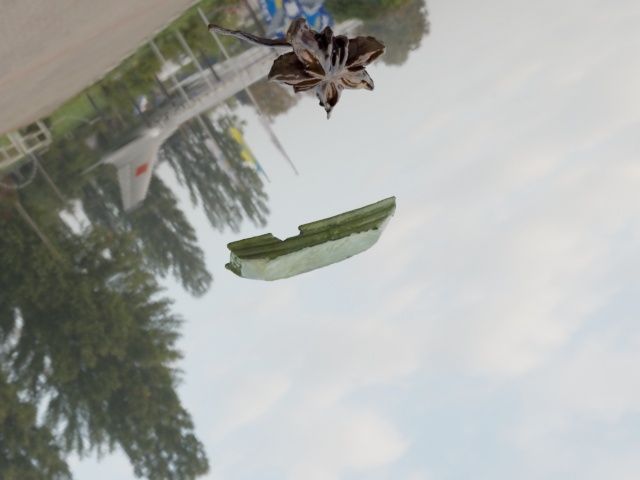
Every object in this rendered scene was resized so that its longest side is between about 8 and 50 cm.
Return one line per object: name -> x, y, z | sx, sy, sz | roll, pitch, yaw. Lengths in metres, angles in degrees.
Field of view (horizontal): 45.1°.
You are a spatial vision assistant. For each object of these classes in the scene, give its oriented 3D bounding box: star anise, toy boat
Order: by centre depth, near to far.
star anise -> -0.023, -0.192, 0.797 | 0.190, 0.070, 0.097 | 8, 147, -31
toy boat -> 0.000, 0.000, 1.171 | 0.293, 0.055, 0.093 | -18, 148, -23
